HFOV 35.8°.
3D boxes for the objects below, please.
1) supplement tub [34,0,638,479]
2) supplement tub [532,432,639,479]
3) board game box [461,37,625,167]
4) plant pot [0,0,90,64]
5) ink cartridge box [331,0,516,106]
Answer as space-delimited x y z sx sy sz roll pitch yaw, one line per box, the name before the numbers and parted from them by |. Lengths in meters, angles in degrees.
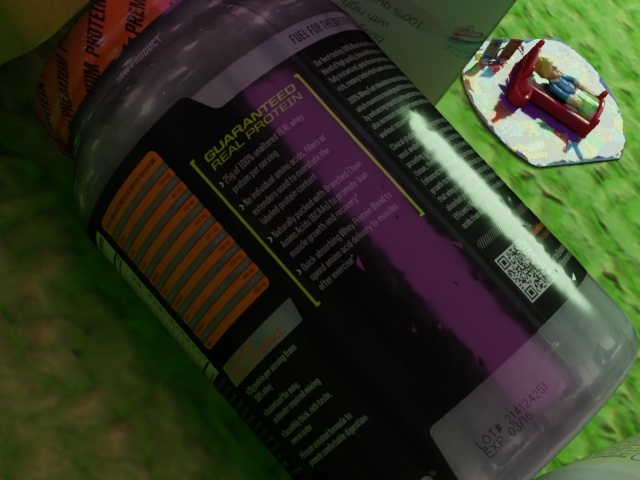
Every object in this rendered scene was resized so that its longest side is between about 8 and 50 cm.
supplement tub | 0.000 0.000 0.547 0.316 0.193 0.193 49 51 7
supplement tub | 0.218 0.206 0.503 0.324 0.235 0.235 -13 67 -33
board game box | 0.201 -0.129 0.843 0.168 0.033 0.133 -8 64 -31
plant pot | -0.202 -0.185 0.491 0.187 0.212 0.212 56 37 -25
ink cartridge box | 0.017 -0.210 0.619 0.226 0.306 0.131 28 50 -10
